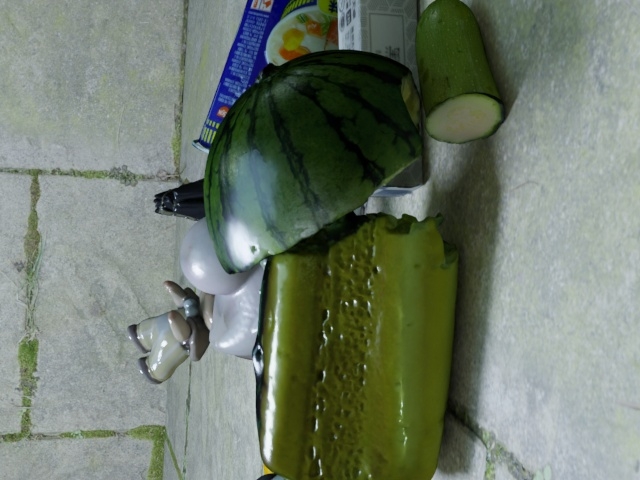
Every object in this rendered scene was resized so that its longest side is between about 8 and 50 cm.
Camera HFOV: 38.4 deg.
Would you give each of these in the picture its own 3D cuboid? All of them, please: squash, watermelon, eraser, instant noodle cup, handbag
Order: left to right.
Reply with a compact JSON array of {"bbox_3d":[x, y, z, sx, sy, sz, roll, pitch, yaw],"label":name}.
[{"bbox_3d":[-0.166,-0.077,1.786,0.342,0.288,0.152,180,87,-73],"label":"handbag"},{"bbox_3d":[-0.040,-0.273,1.493,0.284,0.284,0.312,-139,61,-68],"label":"instant noodle cup"},{"bbox_3d":[-0.023,-0.118,1.093,0.189,0.331,0.331,60,163,-5],"label":"watermelon"},{"bbox_3d":[0.084,-0.265,1.329,0.098,0.097,0.403,154,117,-72],"label":"eraser"},{"bbox_3d":[0.160,-0.215,1.107,0.095,0.095,0.187,116,153,-53],"label":"squash"}]

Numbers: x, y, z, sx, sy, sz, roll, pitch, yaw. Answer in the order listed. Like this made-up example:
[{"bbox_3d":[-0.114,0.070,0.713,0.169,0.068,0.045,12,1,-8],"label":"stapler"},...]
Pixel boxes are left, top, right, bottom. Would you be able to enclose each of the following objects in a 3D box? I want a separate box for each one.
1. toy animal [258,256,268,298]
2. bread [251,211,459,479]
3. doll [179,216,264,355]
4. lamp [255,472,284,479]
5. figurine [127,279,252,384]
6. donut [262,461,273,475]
[{"bbox_3d":[-0.036,0.009,1.392,0.094,0.121,0.225,-28,49,56],"label":"toy animal"},{"bbox_3d":[0.047,0.142,1.192,0.208,0.251,0.376,-20,-66,-74],"label":"bread"},{"bbox_3d":[-0.137,0.064,1.512,0.221,0.221,0.250,-149,73,-70],"label":"doll"},{"bbox_3d":[-0.007,0.465,1.405,0.198,0.198,0.243,156,107,-71],"label":"lamp"},{"bbox_3d":[-0.176,0.148,1.744,0.248,0.381,0.203,-107,-8,-48],"label":"figurine"},{"bbox_3d":[-0.032,0.376,1.623,0.303,0.110,0.302,180,90,-73],"label":"donut"}]
